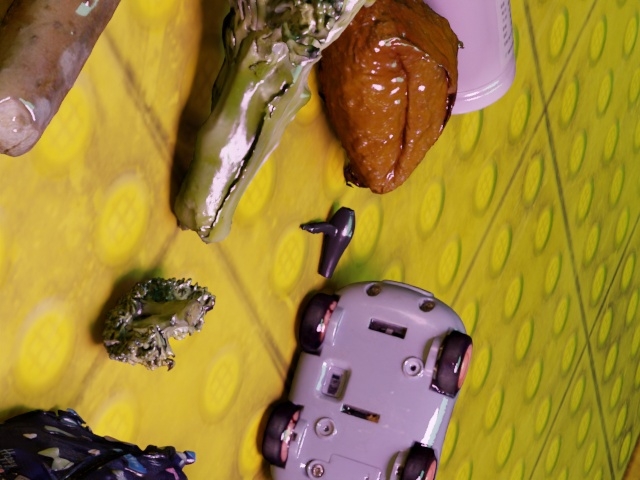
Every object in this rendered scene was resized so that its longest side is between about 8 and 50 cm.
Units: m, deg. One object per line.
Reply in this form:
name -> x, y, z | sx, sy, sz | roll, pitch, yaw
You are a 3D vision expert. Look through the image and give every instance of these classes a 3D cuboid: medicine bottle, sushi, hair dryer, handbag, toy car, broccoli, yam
medicine bottle -> 0.132, -0.264, 1.526 | 0.133, 0.133, 0.250 | -57, 149, -33
sushi -> 0.071, -0.167, 1.459 | 0.149, 0.140, 0.287 | -25, 137, -10
hair dryer -> 0.000, 0.000, 1.532 | 0.083, 0.031, 0.079 | 7, 106, -51
handbag -> -0.202, 0.202, 1.061 | 0.260, 0.162, 0.113 | -12, 113, -66
toy car -> 0.064, 0.184, 1.594 | 0.212, 0.180, 0.271 | 46, 61, -72
broccoli -> -0.130, 0.069, 1.220 | 0.097, 0.092, 0.095 | 33, 59, -45
broccoli -> -0.060, -0.139, 1.232 | 0.304, 0.145, 0.165 | -71, 167, 16
yam -> -0.162, -0.201, 1.033 | 0.071, 0.067, 0.317 | 48, 58, -45
